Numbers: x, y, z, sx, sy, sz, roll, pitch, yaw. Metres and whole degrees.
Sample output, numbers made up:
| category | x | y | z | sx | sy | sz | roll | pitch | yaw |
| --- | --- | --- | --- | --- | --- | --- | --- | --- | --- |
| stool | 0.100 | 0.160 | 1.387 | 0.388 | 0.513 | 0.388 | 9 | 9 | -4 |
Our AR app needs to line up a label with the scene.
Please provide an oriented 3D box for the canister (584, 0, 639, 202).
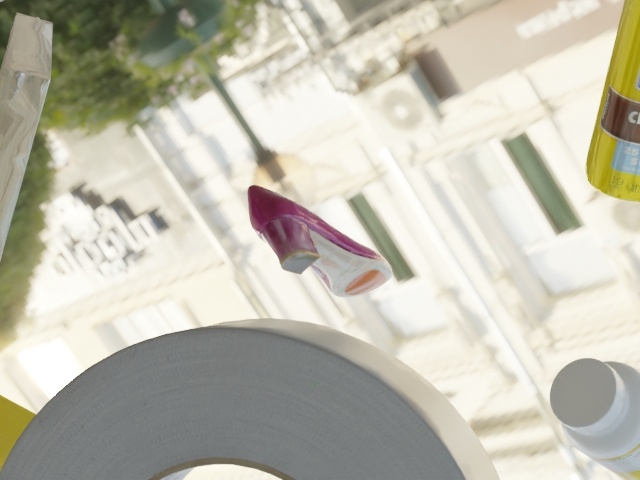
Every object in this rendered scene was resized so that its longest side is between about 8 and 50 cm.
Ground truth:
| category | x | y | z | sx | sy | sz | roll | pitch | yaw |
| --- | --- | --- | --- | --- | --- | --- | --- | --- | --- |
| canister | 0.252 | -0.109 | 0.931 | 0.126 | 0.170 | 0.073 | 7 | -149 | -1 |

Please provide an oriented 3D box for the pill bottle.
| category | x | y | z | sx | sy | sz | roll | pitch | yaw |
| --- | --- | --- | --- | --- | --- | --- | --- | --- | --- |
| pill bottle | 0.313 | 0.186 | 1.455 | 0.103 | 0.184 | 0.103 | -18 | -124 | 30 |

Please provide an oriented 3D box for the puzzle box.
| category | x | y | z | sx | sy | sz | roll | pitch | yaw |
| --- | --- | --- | --- | --- | --- | --- | --- | --- | --- |
| puzzle box | -0.374 | -0.108 | 1.645 | 0.409 | 0.052 | 0.272 | -122 | -131 | -71 |

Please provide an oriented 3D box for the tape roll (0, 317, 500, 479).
| category | x | y | z | sx | sy | sz | roll | pitch | yaw |
| --- | --- | --- | --- | --- | --- | --- | --- | --- | --- |
| tape roll | -0.029 | 0.143 | 0.584 | 0.219 | 0.219 | 0.072 | -30 | 174 | 13 |

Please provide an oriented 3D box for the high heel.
| category | x | y | z | sx | sy | sz | roll | pitch | yaw |
| --- | --- | --- | --- | --- | --- | --- | --- | --- | --- |
| high heel | 0.000 | 0.000 | 1.749 | 0.082 | 0.117 | 0.244 | -42 | 149 | 26 |

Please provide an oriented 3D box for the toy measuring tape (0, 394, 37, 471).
| category | x | y | z | sx | sy | sz | roll | pitch | yaw |
| --- | --- | --- | --- | --- | --- | --- | --- | --- | --- |
| toy measuring tape | -0.190 | 0.161 | 0.818 | 0.121 | 0.330 | 0.121 | -61 | -179 | 2 |
